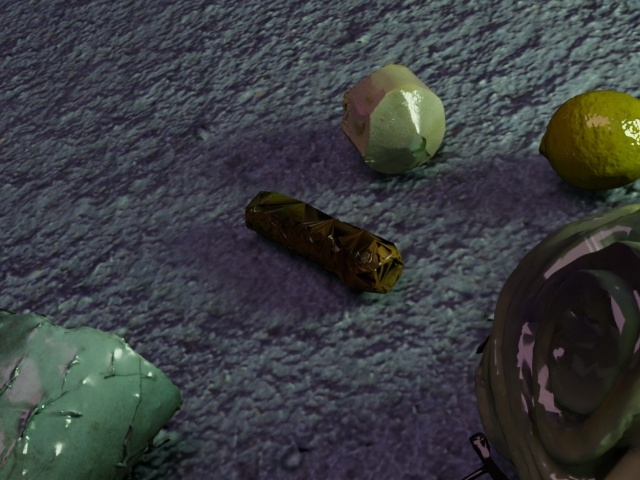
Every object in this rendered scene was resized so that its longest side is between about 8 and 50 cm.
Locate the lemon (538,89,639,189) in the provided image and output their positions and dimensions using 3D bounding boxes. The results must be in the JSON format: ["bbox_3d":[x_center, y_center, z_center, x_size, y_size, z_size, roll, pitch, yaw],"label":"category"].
[{"bbox_3d":[0.298,-0.107,1.280,0.133,0.109,0.109,-5,44,31],"label":"lemon"}]

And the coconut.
[{"bbox_3d":[0.087,-0.139,1.412,0.116,0.116,0.122,-29,37,-6],"label":"coconut"}]

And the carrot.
[{"bbox_3d":[0.000,-0.001,1.345,0.069,0.069,0.228,-43,43,-20],"label":"carrot"}]

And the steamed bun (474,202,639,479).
[{"bbox_3d":[0.264,0.110,0.936,0.394,0.237,0.347,0,53,39],"label":"steamed bun"}]

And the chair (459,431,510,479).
[{"bbox_3d":[0.142,0.284,0.946,0.113,0.106,0.229,-30,42,-1],"label":"chair"}]

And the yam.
[{"bbox_3d":[-0.315,0.244,1.131,0.241,0.241,0.348,9,52,32],"label":"yam"}]
